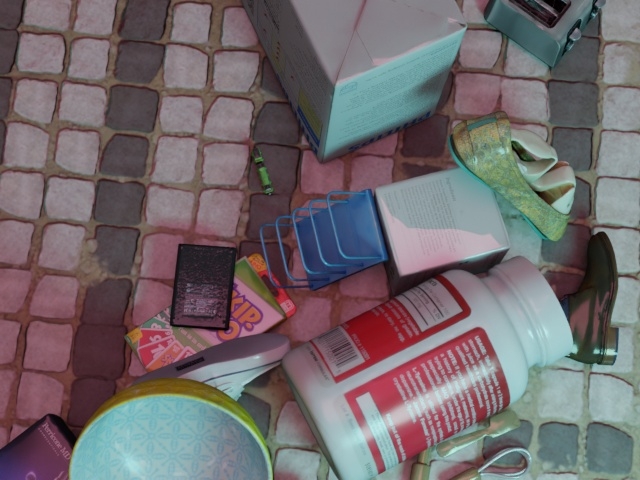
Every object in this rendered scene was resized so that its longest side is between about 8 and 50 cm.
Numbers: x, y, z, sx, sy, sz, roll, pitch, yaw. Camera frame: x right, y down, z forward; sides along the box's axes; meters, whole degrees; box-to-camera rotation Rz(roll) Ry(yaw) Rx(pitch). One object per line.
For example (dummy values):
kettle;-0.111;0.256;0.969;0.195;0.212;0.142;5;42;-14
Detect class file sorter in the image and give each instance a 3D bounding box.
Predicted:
file sorter;0.000;0.000;1.887;0.104;0.170;0.118;1;71;-45

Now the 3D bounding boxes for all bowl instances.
bowl;-0.215;0.306;1.759;0.289;0.156;0.289;-1;116;-2

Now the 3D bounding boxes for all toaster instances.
toaster;0.383;-0.418;2.040;0.186;0.110;0.168;38;78;7

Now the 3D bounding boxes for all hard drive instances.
hard drive;-0.188;0.074;1.919;0.094;0.022;0.135;4;74;2

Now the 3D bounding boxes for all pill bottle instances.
pill bottle;0.166;0.187;1.829;0.408;0.229;0.229;-26;79;-7

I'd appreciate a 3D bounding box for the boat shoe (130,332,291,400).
boat shoe;-0.164;0.219;1.869;0.258;0.095;0.084;-18;109;-2

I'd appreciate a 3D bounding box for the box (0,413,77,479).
box;-0.444;0.387;1.827;0.207;0.108;0.153;-39;80;-9

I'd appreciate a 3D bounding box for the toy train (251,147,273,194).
toy train;-0.097;-0.117;1.999;0.017;0.024;0.083;-18;77;-6

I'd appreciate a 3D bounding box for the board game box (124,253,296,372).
board game box;-0.175;0.135;1.934;0.259;0.039;0.124;-34;80;-11

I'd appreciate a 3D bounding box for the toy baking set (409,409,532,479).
toy baking set;0.234;0.390;1.887;0.197;0.030;0.256;7;77;-3

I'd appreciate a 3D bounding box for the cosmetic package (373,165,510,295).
cosmetic package;0.188;-0.018;1.917;0.184;0.151;0.151;-14;76;-4

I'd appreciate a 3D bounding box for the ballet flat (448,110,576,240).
ballet flat;0.328;-0.098;1.852;0.123;0.348;0.123;-19;57;31

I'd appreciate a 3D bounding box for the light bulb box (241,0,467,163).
light bulb box;0.033;-0.365;1.890;0.225;0.361;0.358;-23;78;-8

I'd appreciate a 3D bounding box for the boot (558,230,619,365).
boot;0.421;0.091;1.934;0.106;0.082;0.219;1;78;-4
